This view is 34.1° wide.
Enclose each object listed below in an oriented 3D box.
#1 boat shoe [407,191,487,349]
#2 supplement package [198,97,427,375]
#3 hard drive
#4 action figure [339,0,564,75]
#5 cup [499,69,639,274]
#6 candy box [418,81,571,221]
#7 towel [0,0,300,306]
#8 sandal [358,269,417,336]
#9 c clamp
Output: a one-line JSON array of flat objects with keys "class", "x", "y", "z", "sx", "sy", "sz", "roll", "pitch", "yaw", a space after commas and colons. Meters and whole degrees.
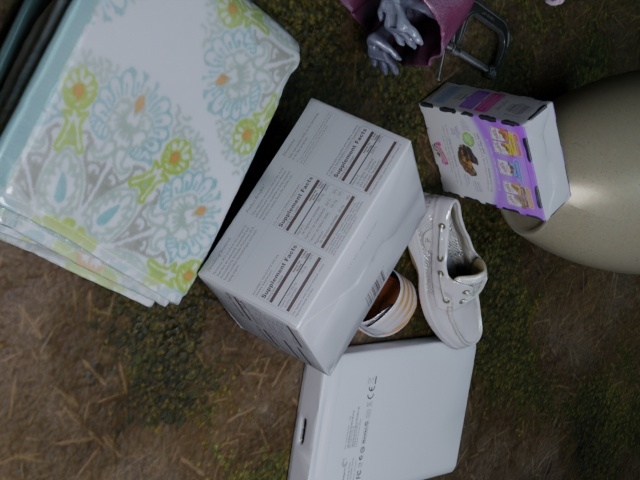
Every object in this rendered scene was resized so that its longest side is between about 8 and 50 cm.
[{"class": "boat shoe", "x": 0.205, "y": 0.055, "z": 1.578, "sx": 0.098, "sy": 0.096, "sz": 0.277, "roll": -47, "pitch": 126, "yaw": -38}, {"class": "supplement package", "x": 0.000, "y": 0.000, "z": 1.292, "sx": 0.262, "sy": 0.145, "sz": 0.204, "roll": -58, "pitch": 159, "yaw": -14}, {"class": "hard drive", "x": 0.101, "y": 0.269, "z": 1.600, "sx": 0.353, "sy": 0.047, "sz": 0.233, "roll": -1, "pitch": 103, "yaw": -45}, {"class": "action figure", "x": 0.167, "y": -0.398, "z": 1.339, "sx": 0.275, "sy": 0.248, "sz": 0.370, "roll": 42, "pitch": 79, "yaw": -36}, {"class": "cup", "x": 0.418, "y": -0.100, "z": 1.644, "sx": 0.236, "sy": 0.331, "sz": 0.331, "roll": -5, "pitch": 107, "yaw": -23}, {"class": "candy box", "x": 0.252, "y": -0.132, "z": 1.514, "sx": 0.070, "sy": 0.196, "sz": 0.165, "roll": -40, "pitch": 128, "yaw": -26}, {"class": "towel", "x": -0.203, "y": -0.137, "z": 1.132, "sx": 0.320, "sy": 0.090, "sz": 0.375, "roll": 34, "pitch": 78, "yaw": -49}, {"class": "sandal", "x": 0.070, "y": 0.079, "z": 1.485, "sx": 0.265, "sy": 0.076, "sz": 0.102, "roll": 29, "pitch": 82, "yaw": -47}, {"class": "c clamp", "x": 0.232, "y": -0.290, "z": 1.575, "sx": 0.160, "sy": 0.022, "sz": 0.137, "roll": 11, "pitch": 90, "yaw": -45}]
